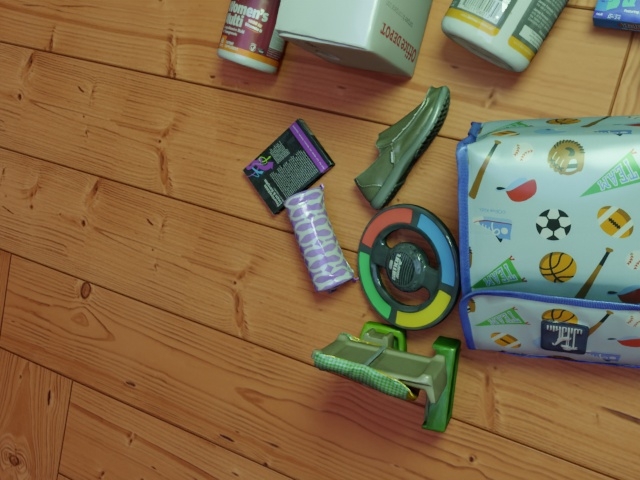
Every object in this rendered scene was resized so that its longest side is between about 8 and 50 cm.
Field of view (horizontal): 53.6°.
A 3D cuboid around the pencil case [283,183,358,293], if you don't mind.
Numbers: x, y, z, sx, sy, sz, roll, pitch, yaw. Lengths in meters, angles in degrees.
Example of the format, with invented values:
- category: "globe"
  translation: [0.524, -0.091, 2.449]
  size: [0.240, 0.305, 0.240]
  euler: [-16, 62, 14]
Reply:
- category: "pencil case"
  translation: [0.000, 0.000, 1.215]
  size: [0.088, 0.086, 0.206]
  euler: [-21, 88, -10]

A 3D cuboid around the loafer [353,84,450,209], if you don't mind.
- category: "loafer"
  translation: [0.141, -0.175, 1.134]
  size: [0.087, 0.094, 0.251]
  euler: [37, 107, 11]

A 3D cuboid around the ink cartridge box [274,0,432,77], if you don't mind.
- category: "ink cartridge box"
  translation: [0.094, -0.488, 1.023]
  size: [0.166, 0.285, 0.395]
  euler: [18, 102, 20]

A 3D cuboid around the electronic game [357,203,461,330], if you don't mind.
- category: "electronic game"
  translation: [0.154, 0.048, 1.136]
  size: [0.229, 0.048, 0.230]
  euler: [10, 104, 45]

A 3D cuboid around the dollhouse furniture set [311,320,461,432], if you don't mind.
- category: "dollhouse furniture set"
  translation: [0.114, 0.248, 1.068]
  size: [0.197, 0.301, 0.152]
  euler: [9, 95, 19]

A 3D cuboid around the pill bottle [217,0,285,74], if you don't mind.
- category: "pill bottle"
  translation: [-0.111, -0.439, 1.201]
  size: [0.121, 0.121, 0.221]
  euler: [22, 103, 19]

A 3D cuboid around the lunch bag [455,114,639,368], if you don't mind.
- category: "lunch bag"
  translation: [0.384, 0.015, 0.983]
  size: [0.327, 0.239, 0.386]
  euler: [3, 111, 22]

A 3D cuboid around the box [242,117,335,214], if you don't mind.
- category: "box"
  translation: [-0.065, -0.145, 1.258]
  size: [0.162, 0.029, 0.116]
  euler: [-39, 79, 19]

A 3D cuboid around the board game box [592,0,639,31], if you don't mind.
- category: "board game box"
  translation: [0.528, -0.425, 0.961]
  size: [0.160, 0.047, 0.210]
  euler: [18, 96, 26]

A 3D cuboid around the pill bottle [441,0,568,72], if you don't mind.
- category: "pill bottle"
  translation: [0.325, -0.424, 1.001]
  size: [0.162, 0.162, 0.279]
  euler: [34, 105, 16]
